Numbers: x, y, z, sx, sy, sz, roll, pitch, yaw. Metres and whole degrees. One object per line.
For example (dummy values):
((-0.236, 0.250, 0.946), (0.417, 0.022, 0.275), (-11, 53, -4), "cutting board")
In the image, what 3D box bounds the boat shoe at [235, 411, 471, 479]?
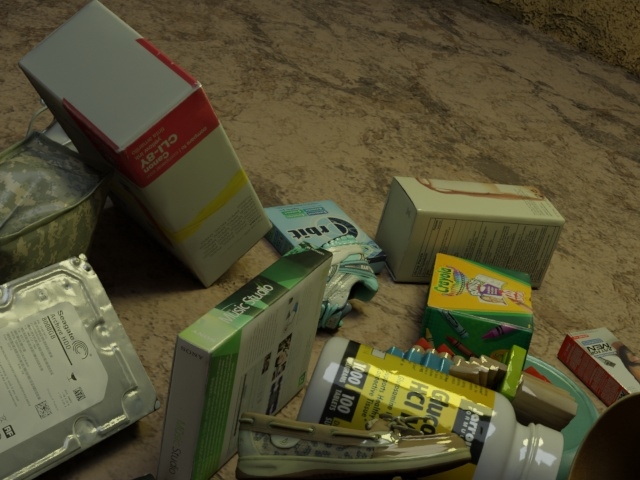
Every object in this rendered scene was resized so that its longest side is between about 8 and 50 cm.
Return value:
((0.037, 0.243, 1.446), (0.285, 0.104, 0.089), (-3, 72, 6), "boat shoe")

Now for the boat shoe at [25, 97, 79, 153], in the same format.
((-0.410, -0.210, 2.076), (0.367, 0.157, 0.135), (-29, 40, -35), "boat shoe")

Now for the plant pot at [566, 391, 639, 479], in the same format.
((0.498, 0.357, 1.603), (0.254, 0.237, 0.237), (24, 28, -15), "plant pot")

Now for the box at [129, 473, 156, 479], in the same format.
((-0.198, 0.392, 1.293), (0.184, 0.103, 0.261), (-9, 39, -42), "box")

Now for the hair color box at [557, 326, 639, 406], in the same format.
((0.479, 0.214, 1.970), (0.093, 0.053, 0.167), (-5, 38, -34), "hair color box")

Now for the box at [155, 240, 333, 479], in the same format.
((-0.096, 0.162, 1.594), (0.058, 0.232, 0.322), (22, 30, 18), "box")

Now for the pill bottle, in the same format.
((0.137, 0.264, 1.584), (0.333, 0.188, 0.188), (19, 30, 4), "pill bottle")

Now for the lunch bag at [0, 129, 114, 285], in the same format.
((-0.434, 0.018, 1.663), (0.169, 0.235, 0.287), (25, 31, 5), "lunch bag")

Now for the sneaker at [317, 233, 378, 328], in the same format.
((-0.015, 0.088, 1.885), (0.283, 0.110, 0.122), (-28, 75, -37), "sneaker")

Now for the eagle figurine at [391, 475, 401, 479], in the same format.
((0.086, 0.378, 1.417), (0.298, 0.225, 0.226), (-14, -15, 11), "eagle figurine")

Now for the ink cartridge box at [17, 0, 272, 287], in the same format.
((-0.259, -0.139, 1.861), (0.160, 0.385, 0.279), (-43, 57, -12), "ink cartridge box")

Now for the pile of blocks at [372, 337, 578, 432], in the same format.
((0.187, 0.182, 1.705), (0.362, 0.149, 0.113), (9, 49, 16), "pile of blocks")

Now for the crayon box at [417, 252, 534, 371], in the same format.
((0.250, 0.113, 1.934), (0.165, 0.081, 0.278), (13, 18, 4), "crayon box")

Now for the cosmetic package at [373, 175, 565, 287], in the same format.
((0.263, -0.014, 2.148), (0.296, 0.153, 0.129), (4, 31, -23), "cosmetic package")

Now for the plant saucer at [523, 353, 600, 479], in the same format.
((0.292, 0.252, 1.827), (0.317, 0.044, 0.318), (12, 30, -7), "plant saucer")

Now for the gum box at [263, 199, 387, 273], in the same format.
((0.000, 0.000, 2.100), (0.157, 0.041, 0.184), (-8, 38, -35), "gum box")

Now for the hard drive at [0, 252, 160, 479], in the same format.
((-0.374, 0.173, 1.482), (0.339, 0.064, 0.237), (-24, 87, -50), "hard drive")
